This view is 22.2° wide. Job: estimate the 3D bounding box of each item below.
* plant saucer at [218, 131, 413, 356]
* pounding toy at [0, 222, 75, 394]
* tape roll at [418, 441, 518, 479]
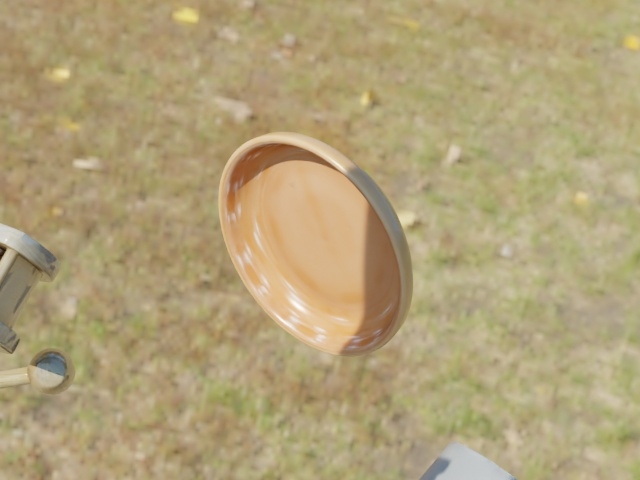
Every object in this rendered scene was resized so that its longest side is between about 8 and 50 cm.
[{"bbox_3d":[0.000,0.000,1.335,0.200,0.200,0.037,30,44,29],"label":"plant saucer"},{"bbox_3d":[-0.298,0.047,1.213,0.269,0.155,0.154,30,-13,-13],"label":"pounding toy"},{"bbox_3d":[0.200,0.313,1.743,0.219,0.219,0.072,33,76,34],"label":"tape roll"}]
